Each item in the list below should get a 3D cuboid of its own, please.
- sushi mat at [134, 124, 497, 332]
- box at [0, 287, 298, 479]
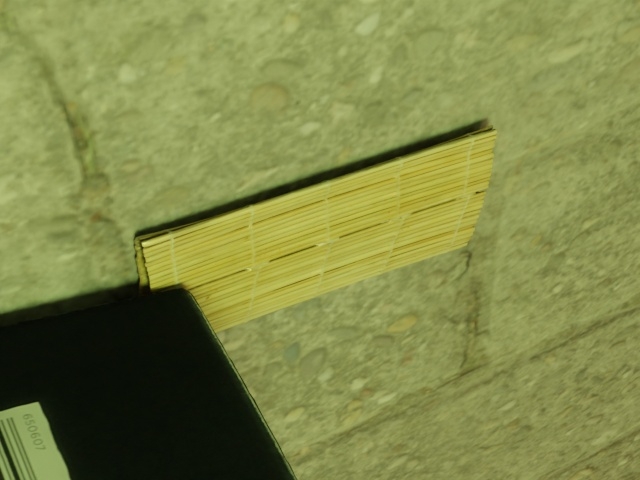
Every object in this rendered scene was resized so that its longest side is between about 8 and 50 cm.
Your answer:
[{"bbox_3d":[0.000,0.000,1.057,0.317,0.019,0.151,-19,143,-22],"label":"sushi mat"},{"bbox_3d":[-0.288,0.332,0.963,0.480,0.297,0.471,-11,138,-27],"label":"box"}]
